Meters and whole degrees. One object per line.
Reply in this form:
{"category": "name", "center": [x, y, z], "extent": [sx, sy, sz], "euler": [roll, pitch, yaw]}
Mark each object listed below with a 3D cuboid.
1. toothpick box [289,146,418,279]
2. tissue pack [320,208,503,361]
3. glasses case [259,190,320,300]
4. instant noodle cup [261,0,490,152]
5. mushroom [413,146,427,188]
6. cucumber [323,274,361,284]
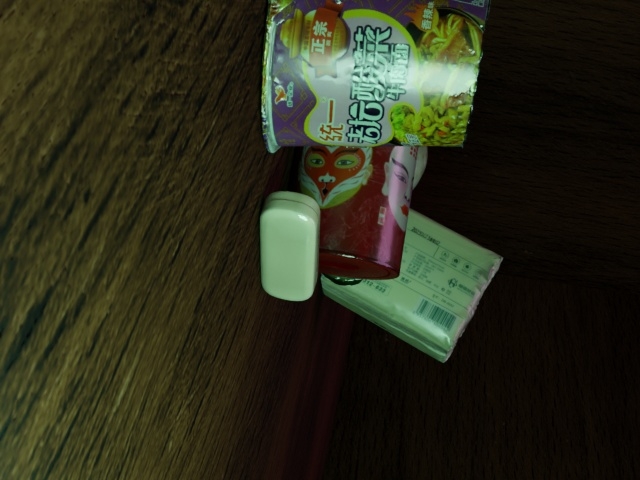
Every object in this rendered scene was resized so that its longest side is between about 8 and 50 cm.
{"category": "toothpick box", "center": [0.056, -0.118, 1.527], "extent": [0.204, 0.204, 0.333], "euler": [71, 29, -78]}
{"category": "tissue pack", "center": [0.228, 0.087, 2.363], "extent": [0.297, 0.381, 0.207], "euler": [-57, 170, -13]}
{"category": "glasses case", "center": [-0.044, 0.011, 1.327], "extent": [0.196, 0.083, 0.050], "euler": [95, 5, -49]}
{"category": "instant noodle cup", "center": [0.080, -0.262, 1.240], "extent": [0.340, 0.266, 0.339], "euler": [9, 90, -84]}
{"category": "mushroom", "center": [0.076, -0.177, 1.802], "extent": [0.243, 0.244, 0.243], "euler": [9, 90, -84]}
{"category": "cucumber", "center": [0.053, -0.011, 1.890], "extent": [0.130, 0.191, 0.191], "euler": [69, 30, -76]}
